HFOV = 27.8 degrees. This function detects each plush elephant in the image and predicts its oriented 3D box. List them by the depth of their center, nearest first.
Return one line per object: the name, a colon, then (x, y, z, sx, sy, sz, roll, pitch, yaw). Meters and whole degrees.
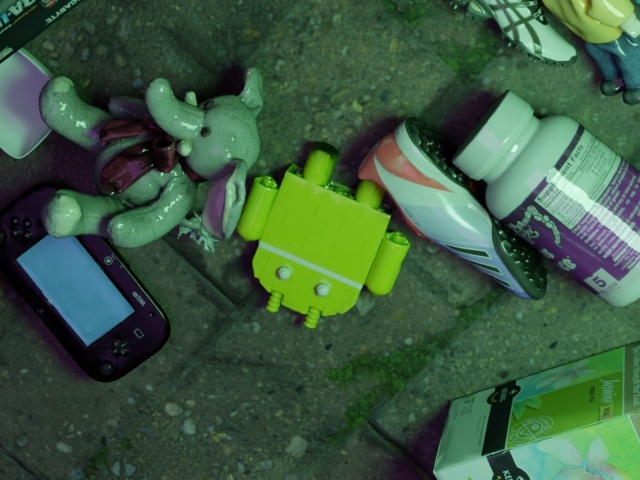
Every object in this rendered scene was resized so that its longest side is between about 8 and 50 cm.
plush elephant: (-0.200, -0.124, 1.780, 0.330, 0.272, 0.255, 25, 132, -30)

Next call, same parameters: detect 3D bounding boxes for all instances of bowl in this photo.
bowl: (-0.447, -0.212, 1.914, 0.142, 0.053, 0.142, 45, 114, -5)

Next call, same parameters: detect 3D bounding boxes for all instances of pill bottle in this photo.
pill bottle: (0.329, -0.061, 1.721, 0.301, 0.169, 0.169, 38, 114, -2)

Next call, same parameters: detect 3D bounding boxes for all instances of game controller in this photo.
game controller: (-0.374, 0.065, 1.992, 0.166, 0.067, 0.319, -34, 100, 22)

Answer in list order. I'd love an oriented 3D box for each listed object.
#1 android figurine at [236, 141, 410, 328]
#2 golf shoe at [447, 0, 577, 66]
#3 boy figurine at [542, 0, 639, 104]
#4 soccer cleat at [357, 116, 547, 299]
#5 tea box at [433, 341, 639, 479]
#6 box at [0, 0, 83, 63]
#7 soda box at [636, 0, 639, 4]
android figurine: (0.000, 0.000, 1.886, 0.248, 0.056, 0.273, 25, 112, 3)
golf shoe: (0.266, -0.304, 1.698, 0.198, 0.077, 0.094, 33, 114, -2)
boy figurine: (0.338, -0.308, 1.630, 0.092, 0.177, 0.285, -37, 115, -5)
soccer cleat: (0.190, -0.027, 1.799, 0.116, 0.109, 0.318, -37, 104, 29)
tea box: (0.381, 0.367, 1.839, 0.323, 0.220, 0.329, -22, 104, 19)
box: (-0.441, -0.331, 1.776, 0.220, 0.175, 0.051, -35, 69, 6)
soda box: (0.481, -0.379, 1.623, 0.071, 0.067, 0.210, 30, 114, 1)
